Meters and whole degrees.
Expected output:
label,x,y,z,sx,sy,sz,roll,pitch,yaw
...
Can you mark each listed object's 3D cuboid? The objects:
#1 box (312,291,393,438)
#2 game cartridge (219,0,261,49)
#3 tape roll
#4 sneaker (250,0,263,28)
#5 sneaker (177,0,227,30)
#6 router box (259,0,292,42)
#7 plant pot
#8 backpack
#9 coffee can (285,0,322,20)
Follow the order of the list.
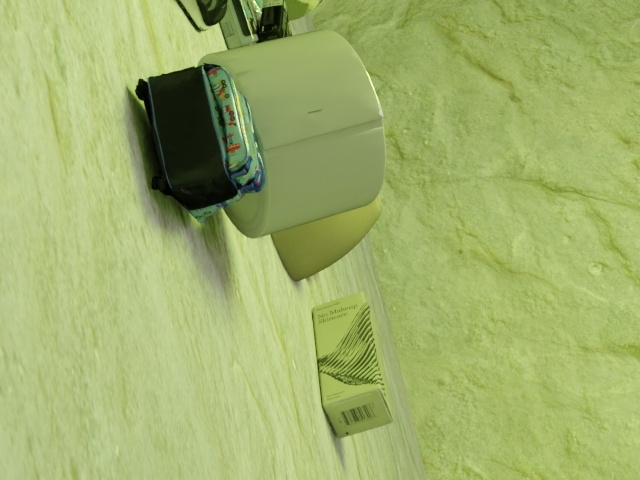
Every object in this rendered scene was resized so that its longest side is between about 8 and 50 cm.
label,x,y,z,sx,sy,sz,roll,pitch,yaw
box,0.056,0.223,2.020,0.275,0.113,0.094,-100,169,-55
game cartridge,-0.175,-0.493,2.132,0.230,0.068,0.355,-93,165,-80
tape roll,-0.046,-0.140,1.445,0.246,0.169,0.246,50,-31,46
sneaker,-0.121,-0.499,2.294,0.110,0.122,0.283,-90,162,-69
sneaker,-0.162,-0.408,1.729,0.283,0.124,0.107,23,51,-82
router box,-0.084,-0.395,2.203,0.179,0.046,0.133,-89,169,-55
plant pot,0.004,-0.088,2.023,0.284,0.191,0.284,-18,90,-83
backpack,-0.130,-0.105,1.287,0.173,0.117,0.158,63,13,-70
coffee can,-0.078,-0.633,2.640,0.275,0.201,0.201,-79,151,-75
